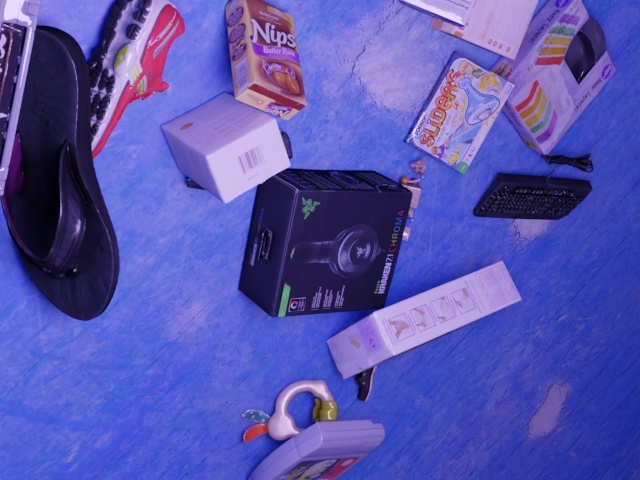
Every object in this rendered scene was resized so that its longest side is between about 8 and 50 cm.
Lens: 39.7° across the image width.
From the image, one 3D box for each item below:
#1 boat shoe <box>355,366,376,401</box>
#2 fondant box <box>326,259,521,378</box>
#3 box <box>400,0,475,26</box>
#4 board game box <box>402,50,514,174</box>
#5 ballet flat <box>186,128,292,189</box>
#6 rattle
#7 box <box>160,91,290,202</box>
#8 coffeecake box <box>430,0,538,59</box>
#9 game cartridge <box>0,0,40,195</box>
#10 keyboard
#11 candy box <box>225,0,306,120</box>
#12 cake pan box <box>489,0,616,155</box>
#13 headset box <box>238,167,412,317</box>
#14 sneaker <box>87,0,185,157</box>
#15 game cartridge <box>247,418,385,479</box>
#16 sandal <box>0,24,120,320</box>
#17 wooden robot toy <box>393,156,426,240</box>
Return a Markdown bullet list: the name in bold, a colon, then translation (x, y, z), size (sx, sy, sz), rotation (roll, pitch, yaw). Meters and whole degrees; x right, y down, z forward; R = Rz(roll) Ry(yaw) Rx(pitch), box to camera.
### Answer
- **boat shoe**: translation (0.094, 0.292, 1.921), size (0.042, 0.049, 0.133), rotation (5, 120, -8)
- **fondant box**: translation (0.208, 0.163, 1.809), size (0.330, 0.238, 0.096), rotation (-20, 80, -28)
- **box**: translation (0.222, -0.464, 1.569), size (0.126, 0.072, 0.137), rotation (22, 101, -1)
- **board game box**: translation (0.270, -0.249, 1.736), size (0.136, 0.035, 0.201), rotation (27, 95, -11)
- **ballet flat**: translation (-0.130, -0.120, 1.518), size (0.203, 0.074, 0.074), rotation (-32, 128, -23)
- **rattle**: translation (-0.066, 0.366, 1.848), size (0.200, 0.143, 0.130), rotation (-27, 95, -5)
- **box**: translation (-0.153, -0.152, 1.422), size (0.130, 0.170, 0.091), rotation (-32, 127, -19)
- **coffeecake box**: translation (0.317, -0.442, 1.690), size (0.186, 0.068, 0.142), rotation (10, 106, -39)
- **game cartridge**: translation (-0.438, -0.210, 1.163), size (0.062, 0.198, 0.297), rotation (4, 109, -38)
- **keyboard**: translation (0.497, -0.117, 1.972), size (0.317, 0.033, 0.201), rotation (0, 134, -37)
- **candy box**: translation (-0.088, -0.293, 1.400), size (0.109, 0.186, 0.053), rotation (17, 142, -41)
- **cake pan box**: translation (0.488, -0.351, 1.866), size (0.267, 0.070, 0.246), rotation (-49, 134, -5)
- **headset box**: translation (0.000, 0.000, 1.640), size (0.283, 0.131, 0.246), rotation (0, 112, -36)
- **sneaker**: translation (-0.287, -0.233, 1.333), size (0.118, 0.107, 0.279), rotation (21, 102, -52)
- **game cartridge**: translation (-0.025, 0.457, 1.818), size (0.196, 0.060, 0.294), rotation (10, 137, -35)
- **sandal**: translation (-0.402, -0.078, 1.276), size (0.107, 0.168, 0.445), rotation (-48, 138, -60)
- **wooden robot toy**: translation (0.157, -0.089, 1.772), size (0.079, 0.076, 0.173), rotation (11, 109, -3)
